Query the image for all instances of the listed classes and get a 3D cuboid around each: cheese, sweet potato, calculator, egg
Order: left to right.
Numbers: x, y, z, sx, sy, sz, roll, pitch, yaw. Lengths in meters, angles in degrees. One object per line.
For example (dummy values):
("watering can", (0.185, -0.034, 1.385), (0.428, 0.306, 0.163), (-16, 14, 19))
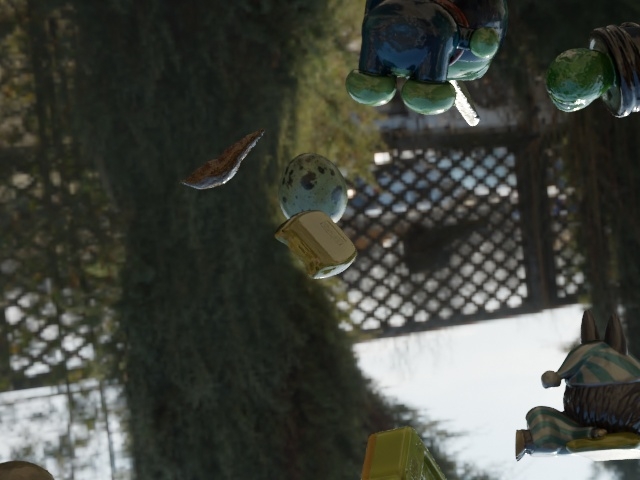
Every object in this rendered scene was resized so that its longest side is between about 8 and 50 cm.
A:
("sweet potato", (-0.209, -0.171, 2.239), (0.226, 0.068, 0.068), (-34, 178, 4))
("egg", (-0.020, -0.126, 2.498), (0.177, 0.177, 0.228), (-5, 141, 2))
("calculator", (0.000, 0.000, 2.100), (0.033, 0.157, 0.236), (-47, 172, 25))
("cheese", (0.242, -0.312, 1.889), (0.034, 0.085, 0.400), (-23, 163, 14))

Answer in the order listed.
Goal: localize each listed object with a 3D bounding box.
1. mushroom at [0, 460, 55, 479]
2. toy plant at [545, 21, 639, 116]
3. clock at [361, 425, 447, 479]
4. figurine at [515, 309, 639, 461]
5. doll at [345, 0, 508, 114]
("mushroom", (-0.600, 0.611, 1.920), (0.294, 0.362, 0.362), (30, 164, -23))
("toy plant", (0.528, -0.312, 1.870), (0.235, 0.176, 0.218), (-18, 175, 2))
("clock", (0.157, 0.445, 1.783), (0.096, 0.202, 0.143), (-16, -150, 26))
("figurine", (0.673, 0.372, 2.556), (0.361, 0.378, 0.266), (-4, 159, 12))
("doll", (0.151, -0.292, 1.349), (0.198, 0.186, 0.322), (9, -153, 11))
